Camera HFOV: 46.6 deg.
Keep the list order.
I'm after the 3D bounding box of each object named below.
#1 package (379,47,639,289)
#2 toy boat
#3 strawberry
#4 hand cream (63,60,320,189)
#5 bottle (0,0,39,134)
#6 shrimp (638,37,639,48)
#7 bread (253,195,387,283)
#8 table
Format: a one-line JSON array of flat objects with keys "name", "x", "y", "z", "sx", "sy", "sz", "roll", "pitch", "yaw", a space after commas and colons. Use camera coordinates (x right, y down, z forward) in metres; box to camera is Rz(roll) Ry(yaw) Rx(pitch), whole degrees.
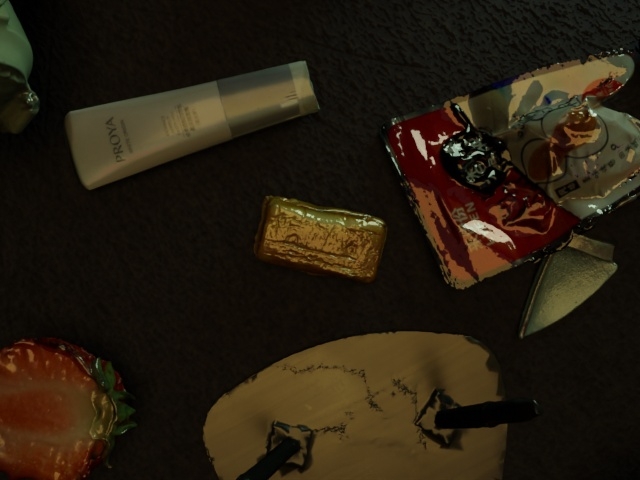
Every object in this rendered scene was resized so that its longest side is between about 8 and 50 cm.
[{"name": "package", "x": 0.216, "y": -0.084, "z": 0.747, "sx": 0.270, "sy": 0.071, "sz": 0.194, "roll": -26, "pitch": 69, "yaw": 8}, {"name": "toy boat", "x": 0.245, "y": 0.049, "z": 0.765, "sx": 0.096, "sy": 0.034, "sz": 0.122, "roll": 19, "pitch": 97, "yaw": 2}, {"name": "strawberry", "x": -0.269, "y": 0.167, "z": 0.720, "sx": 0.187, "sy": 0.082, "sz": 0.146, "roll": 1, "pitch": 83, "yaw": 5}, {"name": "hand cream", "x": -0.130, "y": -0.121, "z": 0.746, "sx": 0.255, "sy": 0.048, "sz": 0.079, "roll": -16, "pitch": 90, "yaw": -1}, {"name": "bottle", "x": -0.372, "y": -0.230, "z": 0.650, "sx": 0.229, "sy": 0.229, "sz": 0.351, "roll": -34, "pitch": 82, "yaw": -2}, {"name": "shrimp", "x": 0.550, "y": -0.226, "z": 0.747, "sx": 0.446, "sy": 0.110, "sz": 0.221, "roll": -10, "pitch": 83, "yaw": -5}, {"name": "bread", "x": 0.000, "y": 0.000, "z": 0.745, "sx": 0.132, "sy": 0.053, "sz": 0.074, "roll": 10, "pitch": 92, "yaw": -1}, {"name": "table", "x": 0.061, "y": 0.246, "z": 0.640, "sx": 0.318, "sy": 0.249, "sz": 0.317, "roll": 0, "pitch": 88, "yaw": -1}]
